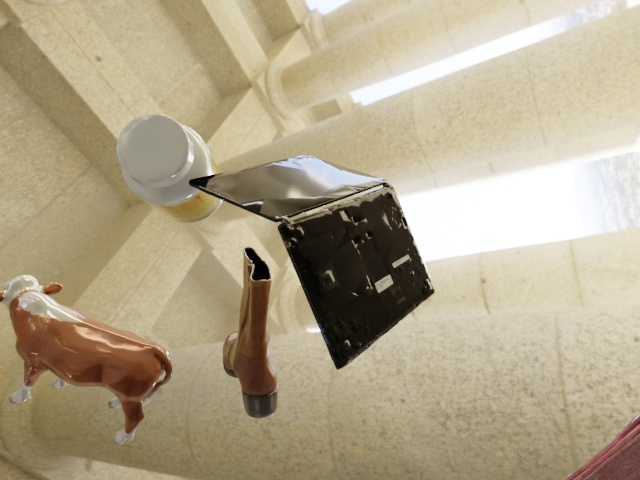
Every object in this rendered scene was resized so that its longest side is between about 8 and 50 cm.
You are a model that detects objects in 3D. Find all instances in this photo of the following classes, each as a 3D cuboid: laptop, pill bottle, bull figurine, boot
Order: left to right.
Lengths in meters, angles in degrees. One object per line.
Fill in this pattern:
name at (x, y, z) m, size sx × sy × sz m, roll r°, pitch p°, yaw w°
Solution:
bull figurine at (-0.381, 0.179, 0.703) m, size 0.101 × 0.310 × 0.188 m, roll -49°, pitch -21°, yaw -67°
pill bottle at (-0.208, -0.098, 0.647) m, size 0.208 × 0.118 × 0.117 m, roll 112°, pitch 151°, yaw -81°
boot at (-0.147, 0.150, 0.877) m, size 0.264 × 0.096 × 0.280 m, roll -129°, pitch 37°, yaw -68°
laptop at (0.000, 0.000, 0.598) m, size 0.234 × 0.137 × 0.264 m, roll -24°, pitch -87°, yaw -47°

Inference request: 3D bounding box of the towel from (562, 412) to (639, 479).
towel at (0.468, 0.345, 0.525) m, size 0.329 × 0.237 × 0.037 m, roll 34°, pitch -154°, yaw 7°
